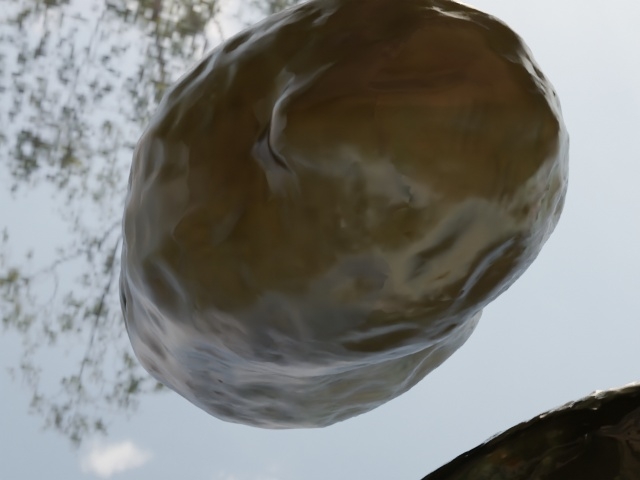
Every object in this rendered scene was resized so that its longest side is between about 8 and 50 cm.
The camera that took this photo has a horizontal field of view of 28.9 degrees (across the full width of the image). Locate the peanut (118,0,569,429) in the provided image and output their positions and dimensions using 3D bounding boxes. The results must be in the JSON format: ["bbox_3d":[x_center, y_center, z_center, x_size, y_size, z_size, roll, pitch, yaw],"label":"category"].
[{"bbox_3d":[0.000,0.000,0.598,0.192,0.387,0.169,14,-105,-8],"label":"peanut"}]

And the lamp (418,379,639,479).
[{"bbox_3d":[0.067,0.139,0.499,0.101,0.250,0.101,44,-163,-17],"label":"lamp"}]
